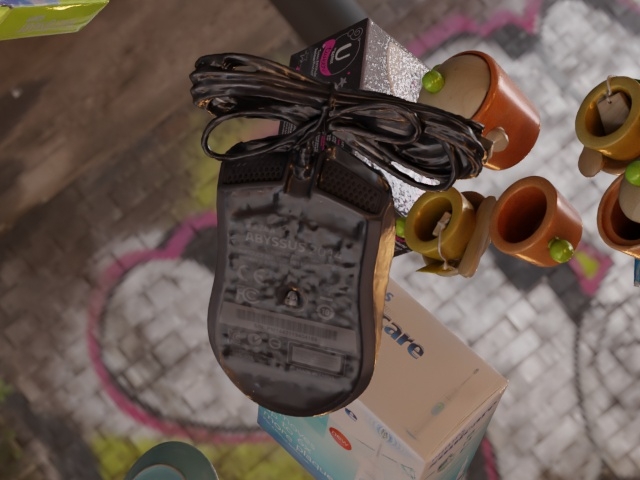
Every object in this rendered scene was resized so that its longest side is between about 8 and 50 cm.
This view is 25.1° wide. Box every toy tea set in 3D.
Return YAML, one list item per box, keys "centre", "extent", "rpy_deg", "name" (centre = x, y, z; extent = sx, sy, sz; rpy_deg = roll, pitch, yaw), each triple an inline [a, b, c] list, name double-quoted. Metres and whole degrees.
- centre: [0.181, -0.072, 1.227]
  extent: [0.336, 0.124, 0.200]
  rpy_deg: [1, -113, 50]
  name: "toy tea set"

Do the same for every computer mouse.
- centre: [0.000, 0.000, 0.945]
  extent: [0.072, 0.188, 0.272]
  rpy_deg: [-66, 169, -52]
  name: "computer mouse"

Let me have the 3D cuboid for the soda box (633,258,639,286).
- centre: [0.377, 0.020, 1.316]
  extent: [0.210, 0.067, 0.071]
  rpy_deg: [9, 171, -41]
  name: "soda box"

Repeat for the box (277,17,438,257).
- centre: [0.051, -0.115, 1.760]
  extent: [0.142, 0.163, 0.247]
  rpy_deg: [-20, -130, 40]
  name: "box"

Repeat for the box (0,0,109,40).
- centre: [-0.229, -0.193, 1.009]
  extent: [0.042, 0.109, 0.178]
  rpy_deg: [-42, 177, 18]
  name: "box"

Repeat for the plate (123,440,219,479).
- centre: [-0.194, 0.334, 1.731]
  extent: [0.188, 0.188, 0.024]
  rpy_deg: [-41, 143, 21]
  name: "plate"

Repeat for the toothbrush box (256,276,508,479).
- centre: [0.054, 0.170, 1.495]
  extent: [0.126, 0.216, 0.295]
  rpy_deg: [-41, 163, -23]
  name: "toothbrush box"
